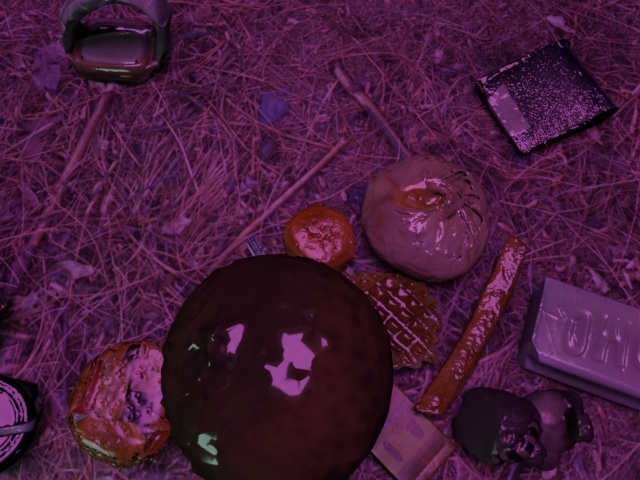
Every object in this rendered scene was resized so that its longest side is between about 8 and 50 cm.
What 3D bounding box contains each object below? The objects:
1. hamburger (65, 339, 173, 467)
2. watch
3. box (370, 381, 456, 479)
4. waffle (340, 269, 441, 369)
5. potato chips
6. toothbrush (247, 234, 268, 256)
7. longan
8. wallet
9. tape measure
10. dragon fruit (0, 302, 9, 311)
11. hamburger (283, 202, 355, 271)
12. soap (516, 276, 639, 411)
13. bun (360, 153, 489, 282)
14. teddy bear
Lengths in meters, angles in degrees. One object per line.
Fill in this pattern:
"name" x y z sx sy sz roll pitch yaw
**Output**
"hamburger" -0.342 0.283 1.129 0.230 0.107 0.231 1 73 -5
"watch" -0.452 -0.477 1.388 0.253 0.241 0.162 3 67 -1
"box" 0.137 0.347 1.148 0.121 0.030 0.193 -41 81 -18
"waffle" 0.130 0.150 1.231 0.213 0.054 0.208 2 65 -5
"potato chips" 0.303 0.171 1.221 0.057 0.080 0.407 24 67 26
"toothbrush" -0.038 0.168 1.232 0.042 0.040 0.418 -26 74 -15
"longan" -0.074 0.216 1.010 0.390 0.391 0.392 1 66 -2
"wallet" 0.519 -0.331 1.467 0.262 0.071 0.221 -24 74 -9
"tape measure" -0.586 0.316 1.094 0.181 0.107 0.181 22 63 -9
"dragon fruit" -0.702 0.118 1.183 0.273 0.126 0.161 27 58 -5
"hamburger" 0.000 0.000 1.281 0.138 0.083 0.147 -34 74 -20
"soap" 0.537 0.202 1.204 0.289 0.095 0.173 20 67 6
"bun" 0.219 -0.063 1.277 0.286 0.146 0.288 3 58 -5
"teddy bear" 0.378 0.335 1.106 0.250 0.171 0.144 4 86 -7
